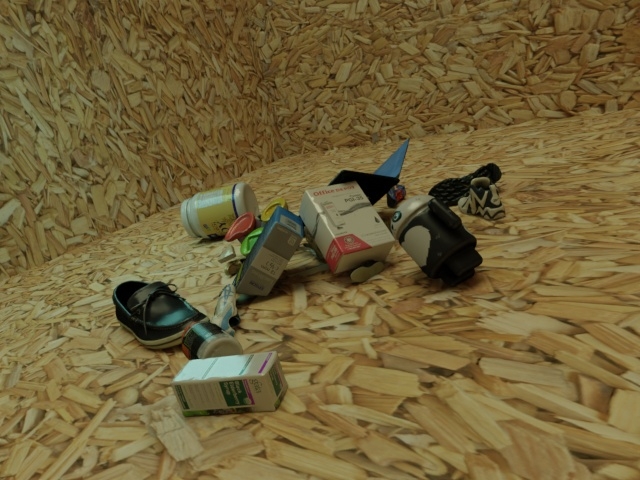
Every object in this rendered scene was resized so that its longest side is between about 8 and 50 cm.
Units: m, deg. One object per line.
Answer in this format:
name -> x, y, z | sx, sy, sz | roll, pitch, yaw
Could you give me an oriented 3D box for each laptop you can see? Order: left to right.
laptop -> 0.118, -0.225, 2.007 | 0.408, 0.236, 0.382 | 3, -31, -34

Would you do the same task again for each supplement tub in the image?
supplement tub -> -0.287, 0.278, 1.333 | 0.117, 0.116, 0.190 | -25, 21, -26
supplement tub -> -0.495, -0.141, 2.555 | 0.332, 0.240, 0.241 | -12, 18, 13

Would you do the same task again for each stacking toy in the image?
stacking toy -> -0.242, -0.003, 2.044 | 0.309, 0.130, 0.279 | -16, 40, 38

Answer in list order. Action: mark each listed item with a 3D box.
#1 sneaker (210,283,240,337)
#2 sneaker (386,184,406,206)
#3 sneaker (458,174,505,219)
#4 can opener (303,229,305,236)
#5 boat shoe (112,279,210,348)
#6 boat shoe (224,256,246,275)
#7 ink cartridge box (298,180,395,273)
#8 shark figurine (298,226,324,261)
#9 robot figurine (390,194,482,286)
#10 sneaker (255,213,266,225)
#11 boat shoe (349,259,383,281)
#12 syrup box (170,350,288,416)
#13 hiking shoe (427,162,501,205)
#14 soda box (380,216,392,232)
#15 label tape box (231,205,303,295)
sneaker -> -0.280, 0.218, 1.554 | 0.086, 0.085, 0.237 | 14, 29, -8
sneaker -> 0.343, -0.214, 2.326 | 0.087, 0.083, 0.221 | -3, 24, 13
sneaker -> 0.574, -0.172, 1.875 | 0.094, 0.152, 0.235 | -17, 18, -7
can opener -> -0.096, -0.060, 2.205 | 0.284, 0.095, 0.076 | -34, 25, -27
boat shoe -> -0.531, 0.224, 1.647 | 0.187, 0.155, 0.500 | -28, 23, -37
boat shoe -> -0.323, 0.096, 2.011 | 0.045, 0.050, 0.135 | -11, 18, 32
ink cartridge box -> 0.080, -0.049, 1.698 | 0.207, 0.117, 0.283 | -14, 56, -26
shark figurine -> 0.010, 0.016, 1.865 | 0.116, 0.166, 0.278 | -45, -3, -11
robot figurine -> 0.320, -0.003, 1.451 | 0.209, 0.278, 0.174 | -48, -27, 21
sneaker -> -0.290, -0.036, 2.289 | 0.101, 0.107, 0.271 | -10, 20, 11
boat shoe -> 0.139, 0.096, 1.620 | 0.133, 0.048, 0.042 | -20, 21, -35
syrup box -> -0.203, 0.324, 1.160 | 0.237, 0.093, 0.096 | -9, 19, 19
hiking shoe -> 0.589, -0.209, 2.106 | 0.304, 0.113, 0.132 | -20, -13, 9
soda box -> 0.179, -0.042, 1.975 | 0.182, 0.061, 0.058 | -6, 21, 28
label tape box -> -0.190, 0.073, 1.758 | 0.347, 0.115, 0.249 | -59, 11, 13
